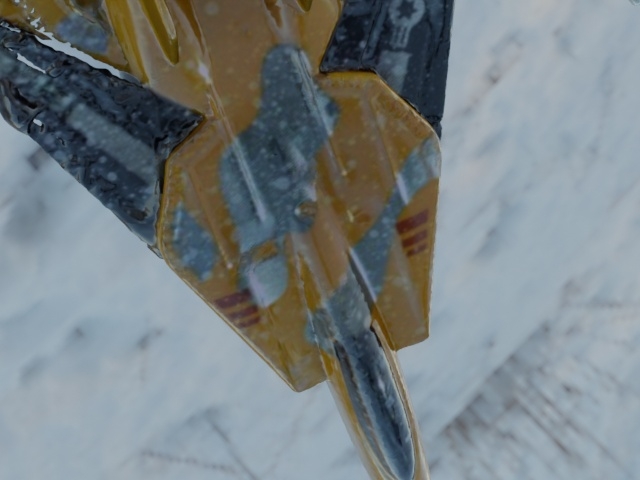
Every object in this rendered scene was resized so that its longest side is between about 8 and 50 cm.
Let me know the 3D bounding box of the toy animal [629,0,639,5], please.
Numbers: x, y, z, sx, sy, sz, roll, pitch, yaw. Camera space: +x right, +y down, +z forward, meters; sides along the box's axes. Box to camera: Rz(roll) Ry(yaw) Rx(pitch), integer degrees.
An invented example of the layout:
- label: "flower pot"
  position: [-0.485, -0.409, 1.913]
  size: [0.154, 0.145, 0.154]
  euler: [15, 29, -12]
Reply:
- label: "toy animal"
  position: [0.209, -0.229, 0.862]
  size: [0.325, 0.208, 0.154]
  euler: [64, 43, -57]

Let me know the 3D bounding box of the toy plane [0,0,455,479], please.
- label: "toy plane"
  position: [-0.004, -0.007, 0.720]
  size: [0.204, 0.103, 0.316]
  euler: [-23, 130, -4]
